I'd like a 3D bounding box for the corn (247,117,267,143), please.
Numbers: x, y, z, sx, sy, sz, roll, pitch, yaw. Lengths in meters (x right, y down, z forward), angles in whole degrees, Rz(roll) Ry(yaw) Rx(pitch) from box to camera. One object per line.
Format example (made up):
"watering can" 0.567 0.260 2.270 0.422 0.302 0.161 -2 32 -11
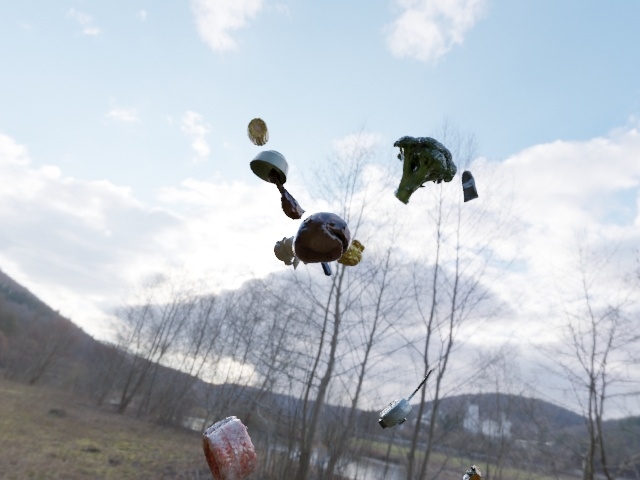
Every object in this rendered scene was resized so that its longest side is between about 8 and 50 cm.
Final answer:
"corn" -0.267 -0.460 1.753 0.094 0.093 0.244 14 2 -5

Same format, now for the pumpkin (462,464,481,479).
"pumpkin" 0.650 1.015 1.768 0.054 0.083 0.074 43 5 15

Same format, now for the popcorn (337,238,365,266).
"popcorn" 0.157 0.063 2.284 0.180 0.170 0.179 10 -56 15

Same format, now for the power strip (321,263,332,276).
"power strip" 0.029 0.152 2.328 0.038 0.111 0.029 19 -52 -42

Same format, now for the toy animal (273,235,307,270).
"toy animal" -0.155 0.062 2.206 0.193 0.178 0.128 1 9 42

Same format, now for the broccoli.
"broccoli" 0.375 -0.260 1.565 0.254 0.269 0.269 37 -4 40

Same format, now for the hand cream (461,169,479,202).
"hand cream" 0.554 -0.206 1.537 0.057 0.165 0.037 -22 -49 31

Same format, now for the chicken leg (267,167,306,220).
"chicken leg" -0.183 -0.234 2.109 0.093 0.304 0.113 -34 -9 31

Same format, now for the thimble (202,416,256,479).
"thimble" -0.368 0.850 1.662 0.162 0.239 0.239 -16 -9 -32

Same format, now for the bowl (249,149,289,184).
"bowl" -0.247 -0.385 2.106 0.212 0.112 0.211 21 -22 9

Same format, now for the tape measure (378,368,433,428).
"tape measure" 0.392 0.698 1.789 0.084 0.330 0.164 50 7 9

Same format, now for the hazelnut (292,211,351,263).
"hazelnut" 0.000 0.000 1.688 0.217 0.252 0.217 39 -35 34
